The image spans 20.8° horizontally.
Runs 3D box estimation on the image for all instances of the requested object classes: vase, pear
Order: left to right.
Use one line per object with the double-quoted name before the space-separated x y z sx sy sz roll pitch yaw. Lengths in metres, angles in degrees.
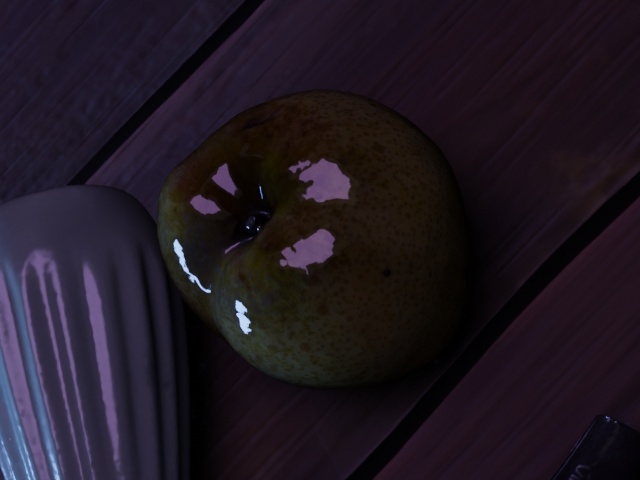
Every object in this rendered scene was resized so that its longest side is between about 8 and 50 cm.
"vase" -0.130 0.099 0.981 0.128 0.128 0.248 -19 72 21
"pear" 0.000 0.000 0.935 0.167 0.136 0.167 -11 68 29

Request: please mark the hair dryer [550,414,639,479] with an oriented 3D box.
"hair dryer" 0.048 0.156 0.901 0.219 0.075 0.195 19 70 40
